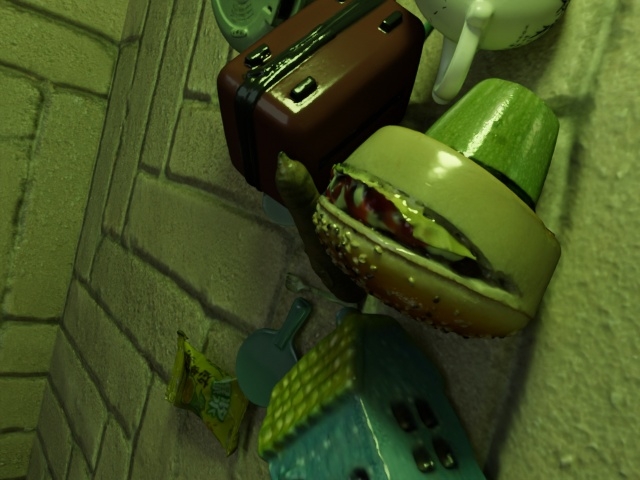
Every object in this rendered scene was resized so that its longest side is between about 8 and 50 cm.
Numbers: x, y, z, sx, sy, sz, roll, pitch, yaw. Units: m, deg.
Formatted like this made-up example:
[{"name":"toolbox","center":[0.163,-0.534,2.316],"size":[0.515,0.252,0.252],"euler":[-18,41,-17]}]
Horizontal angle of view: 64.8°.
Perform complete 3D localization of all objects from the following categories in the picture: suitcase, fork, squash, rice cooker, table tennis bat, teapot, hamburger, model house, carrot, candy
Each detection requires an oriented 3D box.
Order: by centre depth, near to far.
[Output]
[{"name":"hamburger","center":[0.123,0.001,0.598],"size":[0.176,0.300,0.300],"euler":[-56,43,2]},{"name":"squash","center":[0.212,-0.112,0.627],"size":[0.170,0.170,0.123],"euler":[31,86,48]},{"name":"teapot","center":[0.206,-0.324,0.645],"size":[0.300,0.208,0.166],"euler":[-67,10,-4]},{"name":"model house","center":[0.053,0.260,0.693],"size":[0.237,0.215,0.303],"euler":[-47,45,33]},{"name":"carrot","center":[0.001,0.000,0.729],"size":[0.070,0.342,0.070],"euler":[-11,53,15]},{"name":"suitcase","center":[0.003,-0.207,0.740],"size":[0.161,0.297,0.236],"euler":[39,157,16]},{"name":"rice cooker","center":[-0.024,-0.452,0.876],"size":[0.288,0.277,0.288],"euler":[17,113,49]},{"name":"fork","center":[-0.007,0.097,0.927],"size":[0.219,0.028,0.034],"euler":[18,92,50]},{"name":"table tennis bat","center":[-0.083,0.213,0.970],"size":[0.149,0.038,0.237],"euler":[36,106,28]},{"name":"candy","center":[-0.253,0.330,1.120],"size":[0.297,0.081,0.187],"euler":[19,98,45]}]

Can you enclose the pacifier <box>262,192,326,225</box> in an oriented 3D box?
[{"name":"pacifier","center":[-0.063,-0.173,0.916],"size":[0.227,0.207,0.279],"euler":[-35,56,26]}]

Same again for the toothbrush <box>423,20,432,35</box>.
[{"name":"toothbrush","center":[0.171,-0.344,0.822],"size":[0.257,0.018,0.024],"euler":[-53,44,28]}]
